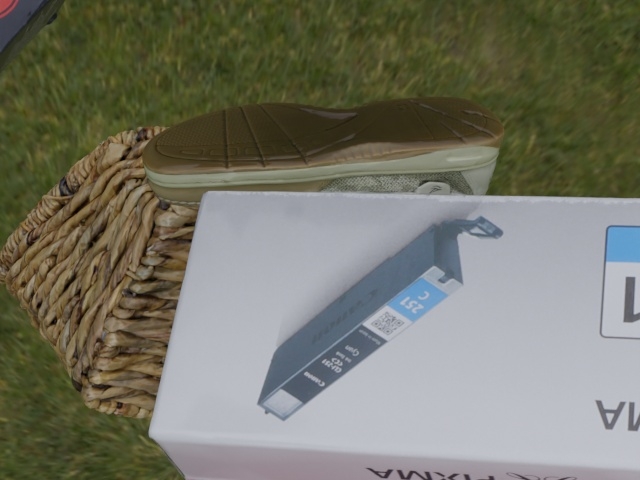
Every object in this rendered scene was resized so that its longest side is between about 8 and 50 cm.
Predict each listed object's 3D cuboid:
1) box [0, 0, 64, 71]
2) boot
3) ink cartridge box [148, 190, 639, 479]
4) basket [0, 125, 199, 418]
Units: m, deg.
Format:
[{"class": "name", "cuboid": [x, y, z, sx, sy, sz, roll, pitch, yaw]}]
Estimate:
[{"class": "box", "cuboid": [-0.415, -0.221, 1.161, 0.343, 0.179, 0.312, 40, 65, -11]}, {"class": "boot", "cuboid": [0.000, 0.000, 0.879, 0.213, 0.077, 0.165, -5, 126, -12]}, {"class": "ink cartridge box", "cuboid": [0.069, 0.104, 0.657, 0.296, 0.066, 0.261, 1, 61, 14]}, {"class": "basket", "cuboid": [-0.066, 0.012, 1.133, 0.299, 0.223, 0.213, 15, 106, -36]}]
